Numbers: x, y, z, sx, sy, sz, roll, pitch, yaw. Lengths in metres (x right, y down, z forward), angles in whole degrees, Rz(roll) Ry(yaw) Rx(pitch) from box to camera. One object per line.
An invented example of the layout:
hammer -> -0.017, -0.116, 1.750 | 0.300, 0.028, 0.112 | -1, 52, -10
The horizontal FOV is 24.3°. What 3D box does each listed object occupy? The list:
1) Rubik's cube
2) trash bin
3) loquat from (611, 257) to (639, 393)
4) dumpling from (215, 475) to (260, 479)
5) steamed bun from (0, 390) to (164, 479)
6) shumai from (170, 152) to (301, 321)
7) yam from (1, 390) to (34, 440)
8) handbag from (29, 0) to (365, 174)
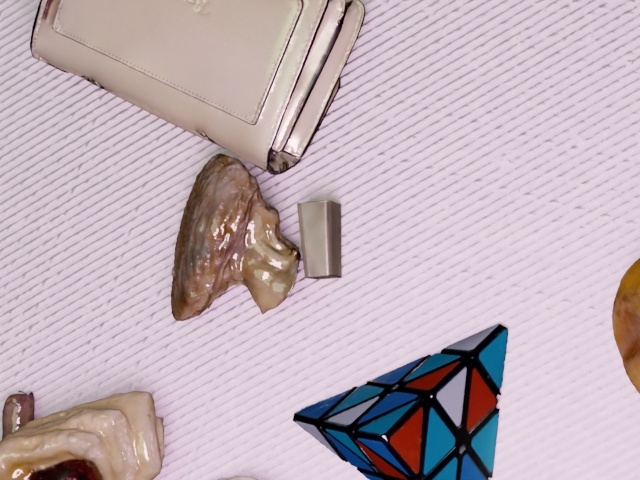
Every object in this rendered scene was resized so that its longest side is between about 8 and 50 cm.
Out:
Rubik's cube -> 0.134, 0.275, 1.691 | 0.284, 0.250, 0.234 | -25, 97, 7
trash bin -> 0.000, 0.000, 1.803 | 0.043, 0.061, 0.092 | -3, 85, 15
loquat -> 0.413, 0.096, 1.606 | 0.213, 0.213, 0.213 | -2, 84, 15
dumpling -> -0.107, 0.402, 1.741 | 0.318, 0.187, 0.243 | 10, 63, 39
steamed bun -> -0.374, 0.358, 1.759 | 0.428, 0.189, 0.247 | -24, 86, 15
shumai -> -0.099, 0.010, 1.796 | 0.153, 0.161, 0.209 | 16, 93, -6
yam -> -0.380, 0.322, 1.879 | 0.046, 0.046, 0.264 | -4, 83, 15
handbag -> -0.154, -0.257, 1.826 | 0.358, 0.160, 0.236 | 27, 97, 17
